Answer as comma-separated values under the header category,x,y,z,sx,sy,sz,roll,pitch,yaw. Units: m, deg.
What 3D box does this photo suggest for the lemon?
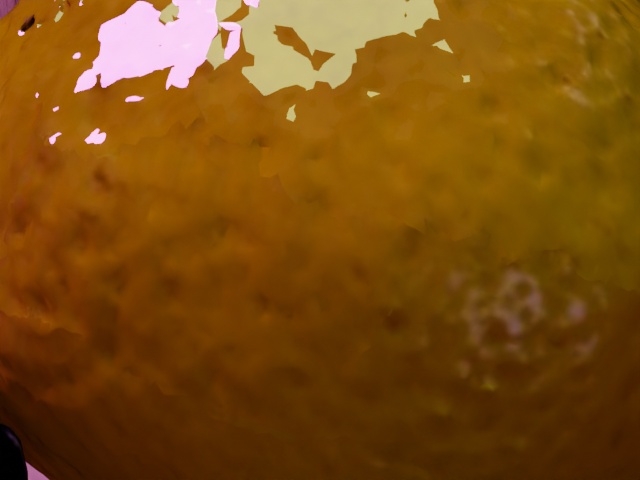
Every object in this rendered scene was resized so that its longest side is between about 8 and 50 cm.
category,x,y,z,sx,sy,sz,roll,pitch,yaw
lemon,0.000,0.000,0.428,0.320,0.245,0.245,10,15,5

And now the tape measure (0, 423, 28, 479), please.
category,x,y,z,sx,sy,sz,roll,pitch,yaw
tape measure,-0.215,0.119,0.262,0.261,0.114,0.253,-6,14,2
